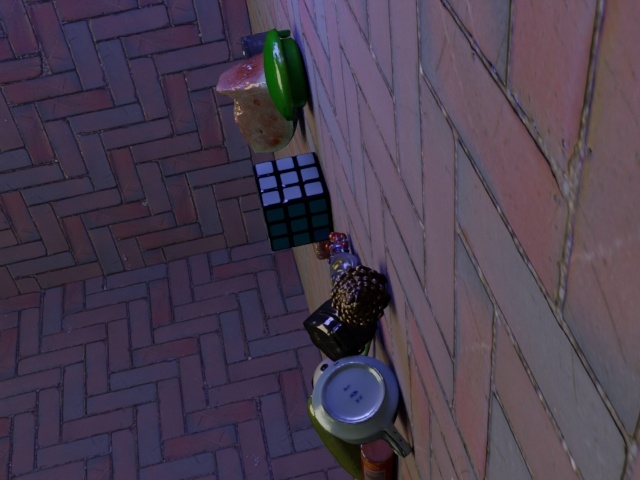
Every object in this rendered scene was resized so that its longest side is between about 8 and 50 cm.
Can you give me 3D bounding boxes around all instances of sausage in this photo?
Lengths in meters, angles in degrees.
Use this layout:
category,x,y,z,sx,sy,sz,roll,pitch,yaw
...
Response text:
category,x,y,z,sx,sy,sz,roll,pitch,yaw
sausage,0.128,0.504,1.876,0.274,0.074,0.074,82,174,-55

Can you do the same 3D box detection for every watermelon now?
category,x,y,z,sx,sy,sz,roll,pitch,yaw
watermelon,-0.159,-0.368,2.233,0.318,0.226,0.148,109,176,-61

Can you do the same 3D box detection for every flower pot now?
category,x,y,z,sx,sy,sz,roll,pitch,yaw
flower pot,-0.157,-0.500,2.411,0.103,0.108,0.229,84,171,-48

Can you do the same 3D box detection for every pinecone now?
category,x,y,z,sx,sy,sz,roll,pitch,yaw
pinecone,0.064,0.081,1.375,0.109,0.102,0.102,-89,-9,-60

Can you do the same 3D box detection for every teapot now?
category,x,y,z,sx,sy,sz,roll,pitch,yaw
teapot,0.078,0.306,1.551,0.232,0.159,0.159,39,153,33

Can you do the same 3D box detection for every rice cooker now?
category,x,y,z,sx,sy,sz,roll,pitch,yaw
rice cooker,0.036,0.168,1.621,0.112,0.106,0.165,54,151,-10

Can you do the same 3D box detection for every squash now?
category,x,y,z,sx,sy,sz,roll,pitch,yaw
squash,0.072,0.515,2.113,0.341,0.094,0.094,56,-178,-17

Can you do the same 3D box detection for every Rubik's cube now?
category,x,y,z,sx,sy,sz,roll,pitch,yaw
Rubik's cube,-0.066,-0.094,2.056,0.161,0.162,0.163,82,173,-48

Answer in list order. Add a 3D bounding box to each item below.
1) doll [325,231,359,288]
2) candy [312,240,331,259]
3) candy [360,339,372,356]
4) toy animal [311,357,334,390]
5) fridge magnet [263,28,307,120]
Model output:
category,x,y,z,sx,sy,sz,roll,pitch,yaw
doll,0.046,0.057,1.713,0.104,0.062,0.195,-50,33,25
candy,0.000,0.000,2.249,0.103,0.043,0.103,166,90,-84
candy,0.080,0.300,1.878,0.440,0.119,0.119,98,160,-56
toy animal,0.051,0.382,2.200,0.166,0.138,0.179,55,160,17
fridge magnet,-0.081,-0.374,1.925,0.208,0.088,0.208,168,90,-85
